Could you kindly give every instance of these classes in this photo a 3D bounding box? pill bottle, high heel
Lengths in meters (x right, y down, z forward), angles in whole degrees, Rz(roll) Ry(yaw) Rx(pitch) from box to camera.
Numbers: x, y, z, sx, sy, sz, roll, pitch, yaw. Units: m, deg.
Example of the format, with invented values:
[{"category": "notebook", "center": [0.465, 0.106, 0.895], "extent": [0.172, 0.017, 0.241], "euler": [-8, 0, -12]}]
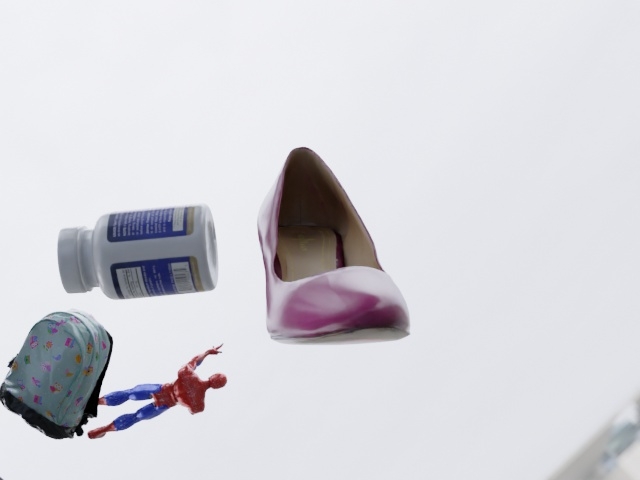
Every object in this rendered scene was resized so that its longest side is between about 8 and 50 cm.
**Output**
[{"category": "pill bottle", "center": [-0.226, 0.016, 1.932], "extent": [0.186, 0.112, 0.112], "euler": [-5, -21, 4]}, {"category": "high heel", "center": [0.000, 0.000, 1.466], "extent": [0.127, 0.181, 0.377], "euler": [-2, 3, -15]}]

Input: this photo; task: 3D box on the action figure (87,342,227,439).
[{"category": "action figure", "center": [-0.250, 0.249, 2.563], "extent": [0.280, 0.091, 0.139], "euler": [-17, 4, 32]}]

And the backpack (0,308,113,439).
[{"category": "backpack", "center": [-0.389, 0.192, 2.315], "extent": [0.182, 0.152, 0.115], "euler": [-61, -10, 12]}]

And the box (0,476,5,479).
[{"category": "box", "center": [-0.679, 0.385, 2.336], "extent": [0.296, 0.294, 0.183], "euler": [-35, 20, 41]}]
